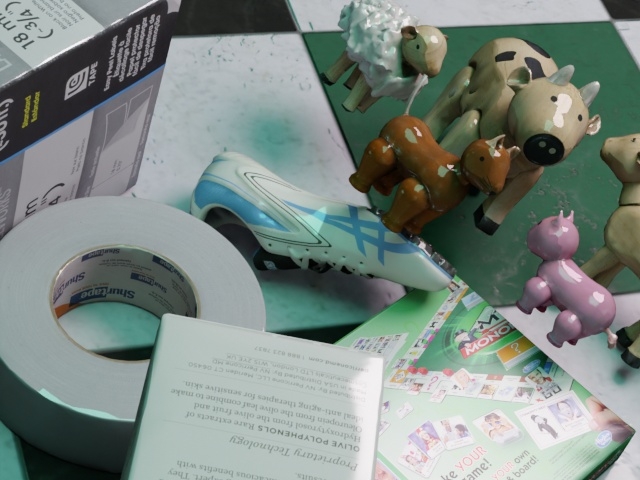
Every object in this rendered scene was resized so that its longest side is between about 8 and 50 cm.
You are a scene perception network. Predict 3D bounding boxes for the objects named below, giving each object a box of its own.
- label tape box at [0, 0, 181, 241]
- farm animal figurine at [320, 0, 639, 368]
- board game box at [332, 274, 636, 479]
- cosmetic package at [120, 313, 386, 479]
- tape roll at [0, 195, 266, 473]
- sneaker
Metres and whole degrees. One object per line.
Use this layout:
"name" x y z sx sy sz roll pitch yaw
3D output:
"label tape box" -0.271 -0.070 1.219 0.106 0.240 0.333 40 51 16
"farm animal figurine" 0.186 -0.074 1.360 0.330 0.172 0.327 27 25 -29
"board game box" 0.068 0.168 1.245 0.213 0.046 0.317 42 51 21
"cosmetic package" -0.066 0.251 0.957 0.155 0.197 0.365 11 51 -5
"tape roll" -0.155 0.069 1.245 0.219 0.072 0.219 8 48 -9
"sneaker" 0.000 0.000 1.342 0.237 0.085 0.086 21 84 18
